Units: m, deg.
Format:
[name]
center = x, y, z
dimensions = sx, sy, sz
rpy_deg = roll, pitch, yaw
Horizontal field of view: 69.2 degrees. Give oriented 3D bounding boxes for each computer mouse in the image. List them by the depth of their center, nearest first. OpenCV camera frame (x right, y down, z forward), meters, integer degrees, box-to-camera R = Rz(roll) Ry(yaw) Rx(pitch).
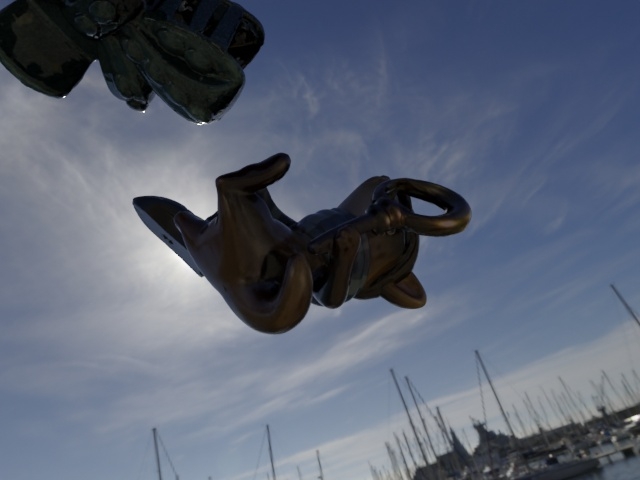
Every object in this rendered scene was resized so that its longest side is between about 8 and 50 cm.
[computer mouse]
center = -0.266, -0.018, 0.897
dimensions = 0.073, 0.217, 0.122
rpy_deg = -44, -10, -22

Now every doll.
[doll]
center = 0.000, -0.004, 0.636
dimensions = 0.339, 0.209, 0.318
rpy_deg = 1, 10, -38

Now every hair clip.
[hair clip]
center = -0.213, -0.260, 0.480
dimensions = 0.206, 0.194, 0.310
rpy_deg = -10, -40, 30
